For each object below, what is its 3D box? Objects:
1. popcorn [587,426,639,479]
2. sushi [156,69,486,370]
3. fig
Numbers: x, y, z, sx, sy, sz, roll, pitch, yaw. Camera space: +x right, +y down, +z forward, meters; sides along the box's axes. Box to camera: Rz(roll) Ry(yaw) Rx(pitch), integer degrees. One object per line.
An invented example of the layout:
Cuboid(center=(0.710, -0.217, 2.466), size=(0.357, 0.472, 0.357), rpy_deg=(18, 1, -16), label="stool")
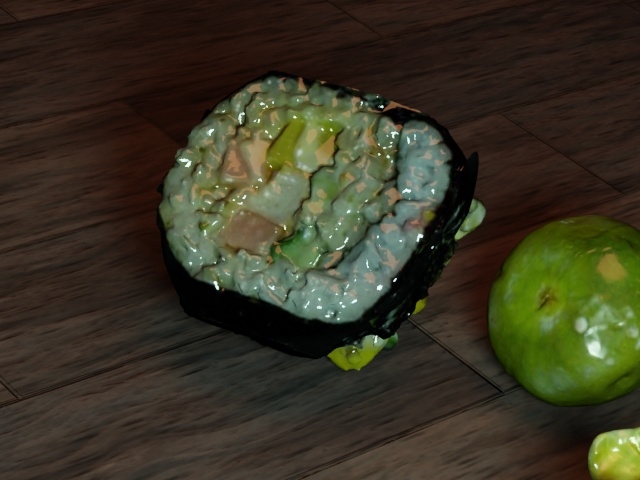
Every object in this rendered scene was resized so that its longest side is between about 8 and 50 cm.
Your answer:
Cuboid(center=(0.305, 0.304, 1.906), size=(0.181, 0.217, 0.235), rpy_deg=(12, 35, 43), label="popcorn")
Cuboid(center=(0.000, 0.000, 2.275), size=(0.328, 0.285, 0.329), rpy_deg=(15, 69, 17), label="sushi")
Cuboid(center=(0.312, 0.096, 2.319), size=(0.233, 0.233, 0.314), rpy_deg=(21, -11, 16), label="fig")
